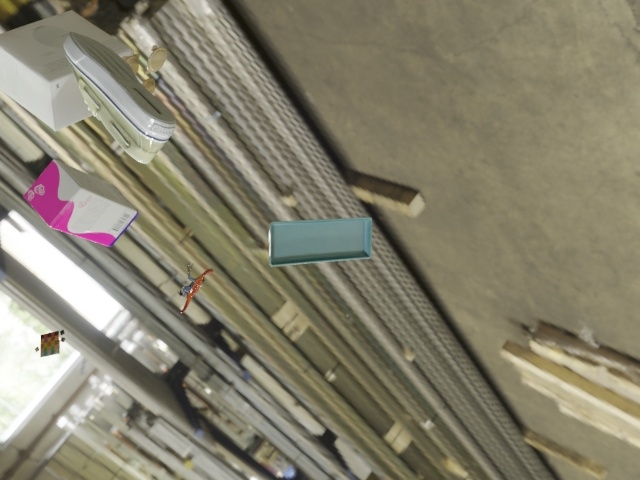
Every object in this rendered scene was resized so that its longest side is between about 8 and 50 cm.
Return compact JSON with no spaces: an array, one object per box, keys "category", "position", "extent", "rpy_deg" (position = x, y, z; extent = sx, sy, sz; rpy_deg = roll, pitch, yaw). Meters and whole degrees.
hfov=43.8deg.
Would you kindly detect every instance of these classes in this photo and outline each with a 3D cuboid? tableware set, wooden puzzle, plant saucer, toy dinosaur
[{"category":"tableware set","position":[-0.414,-0.371,1.827],"extent":[0.020,0.141,0.168],"rpy_deg":[34,125,15]},{"category":"wooden puzzle","position":[-0.567,0.218,1.670],"extent":[0.083,0.049,0.006],"rpy_deg":[-14,160,22]},{"category":"plant saucer","position":[0.000,0.000,1.226],"extent":[0.192,0.067,0.018],"rpy_deg":[-4,-173,-36]},{"category":"toy dinosaur","position":[-0.238,0.089,1.549],"extent":[0.047,0.090,0.082],"rpy_deg":[11,151,-42]}]

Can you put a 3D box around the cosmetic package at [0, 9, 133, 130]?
[{"category":"cosmetic package","position":[-0.583,-0.390,1.811],"extent":[0.225,0.224,0.138],"rpy_deg":[34,138,25]}]

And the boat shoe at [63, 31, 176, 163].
[{"category":"boat shoe","position":[-0.366,-0.251,1.372],"extent":[0.302,0.094,0.109],"rpy_deg":[47,-158,28]}]

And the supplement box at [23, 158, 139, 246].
[{"category":"supplement box","position":[-0.525,-0.079,1.762],"extent":[0.114,0.111,0.220],"rpy_deg":[43,-176,22]}]
